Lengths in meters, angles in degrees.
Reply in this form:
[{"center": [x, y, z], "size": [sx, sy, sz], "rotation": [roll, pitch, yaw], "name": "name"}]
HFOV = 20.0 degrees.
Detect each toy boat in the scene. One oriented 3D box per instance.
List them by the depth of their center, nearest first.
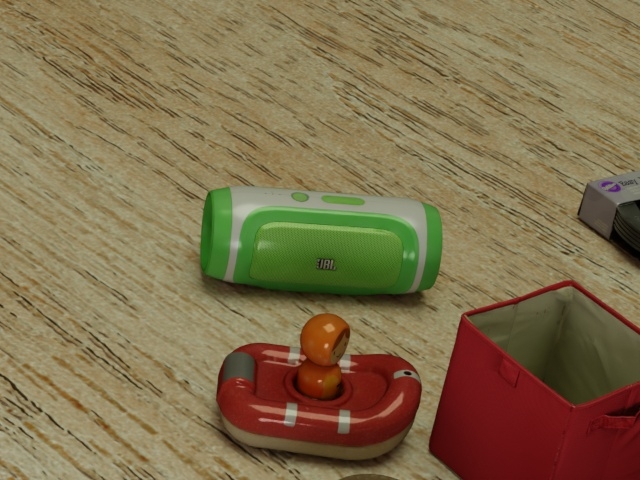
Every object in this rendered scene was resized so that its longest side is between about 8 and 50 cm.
[{"center": [0.002, 0.150, 2.056], "size": [0.231, 0.151, 0.151], "rotation": [8, 31, -5], "name": "toy boat"}]

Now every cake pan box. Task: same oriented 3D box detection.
[{"center": [0.537, -0.020, 2.589], "size": [0.266, 0.070, 0.246], "rotation": [-12, 36, -32], "name": "cake pan box"}]

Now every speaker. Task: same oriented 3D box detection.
[{"center": [0.000, 0.000, 2.325], "size": [0.296, 0.131, 0.131], "rotation": [4, 32, -11], "name": "speaker"}]

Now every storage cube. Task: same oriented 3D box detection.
[{"center": [0.261, 0.189, 2.035], "size": [0.183, 0.193, 0.215], "rotation": [-15, 40, -36], "name": "storage cube"}]

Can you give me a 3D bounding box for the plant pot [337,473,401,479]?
[{"center": [0.049, 0.315, 1.844], "size": [0.237, 0.110, 0.237], "rotation": [7, 31, -4], "name": "plant pot"}]
